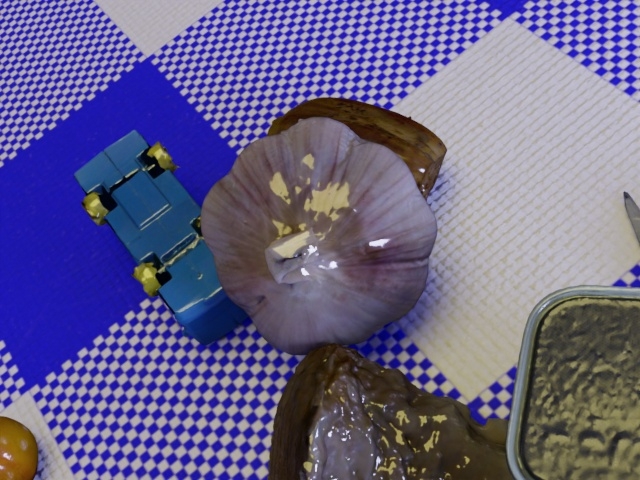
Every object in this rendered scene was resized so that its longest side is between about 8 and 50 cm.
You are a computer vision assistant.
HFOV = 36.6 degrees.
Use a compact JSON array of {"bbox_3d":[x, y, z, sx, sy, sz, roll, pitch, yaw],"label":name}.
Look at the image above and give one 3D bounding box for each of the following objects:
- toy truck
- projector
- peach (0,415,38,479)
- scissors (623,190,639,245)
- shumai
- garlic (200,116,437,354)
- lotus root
[{"bbox_3d":[-0.234,-0.010,1.509,0.161,0.162,0.385,-39,53,-7],"label":"toy truck"},{"bbox_3d":[0.354,0.216,1.051,0.248,0.249,0.248,2,58,25],"label":"projector"},{"bbox_3d":[-0.476,0.320,1.401,0.138,0.138,0.138,-11,54,15],"label":"peach"},{"bbox_3d":[0.451,0.050,1.274,0.109,0.022,0.300,-17,51,7],"label":"scissors"},{"bbox_3d":[0.085,0.299,1.197,0.283,0.217,0.346,2,67,-14],"label":"shumai"},{"bbox_3d":[0.001,-0.005,1.292,0.322,0.322,0.241,-45,21,-11],"label":"garlic"},{"bbox_3d":[0.044,-0.114,1.471,0.291,0.193,0.193,22,67,26],"label":"lotus root"}]
